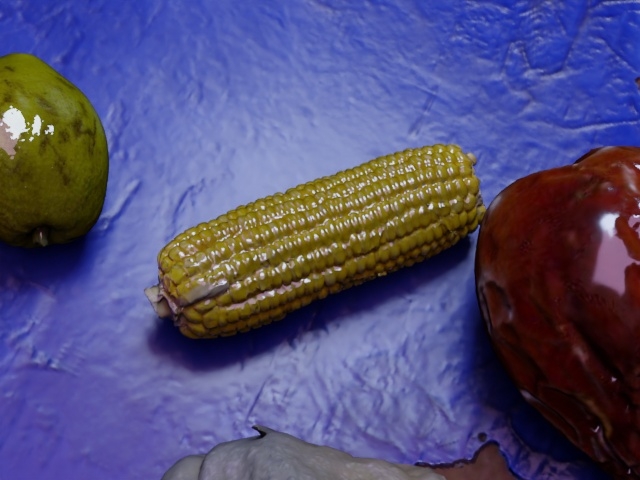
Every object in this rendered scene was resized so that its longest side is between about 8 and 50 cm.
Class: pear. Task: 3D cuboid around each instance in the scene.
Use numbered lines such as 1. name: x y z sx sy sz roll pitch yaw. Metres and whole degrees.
1. pear: -0.191 -0.056 0.822 0.107 0.107 0.131 -15 66 -11

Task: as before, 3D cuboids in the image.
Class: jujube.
1. jujube: 0.194 0.058 0.794 0.168 0.168 0.236 -27 88 -14

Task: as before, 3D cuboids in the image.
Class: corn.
1. corn: 0.000 0.000 0.832 0.238 0.080 0.080 -19 71 -15

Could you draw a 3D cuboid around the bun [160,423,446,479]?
1. bun: -0.008 0.212 0.673 0.281 0.282 0.205 -12 45 -10
